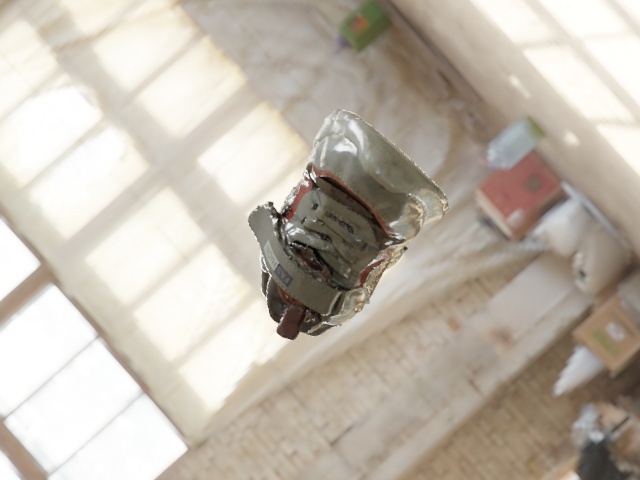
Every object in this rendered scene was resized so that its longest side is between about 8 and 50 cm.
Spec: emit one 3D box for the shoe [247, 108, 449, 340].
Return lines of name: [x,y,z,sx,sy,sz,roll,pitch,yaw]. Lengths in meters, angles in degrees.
shoe: [0.000,0.001,0.974,0.099,0.125,0.227,44,163,8]
